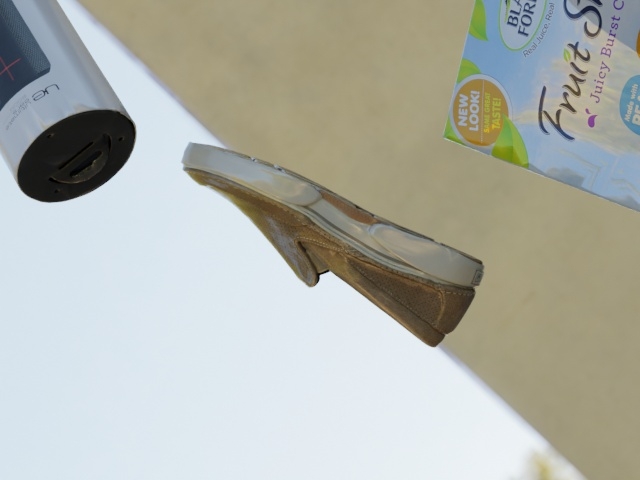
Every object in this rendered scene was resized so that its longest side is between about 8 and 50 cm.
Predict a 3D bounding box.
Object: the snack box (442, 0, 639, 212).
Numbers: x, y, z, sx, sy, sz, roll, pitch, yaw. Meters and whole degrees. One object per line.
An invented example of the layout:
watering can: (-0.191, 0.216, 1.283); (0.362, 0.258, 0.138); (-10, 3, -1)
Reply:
snack box: (0.180, -0.104, 0.970); (0.070, 0.207, 0.174); (-11, -62, -52)

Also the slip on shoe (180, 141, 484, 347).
slip on shoe: (0.000, 0.000, 0.781); (0.051, 0.135, 0.041); (-44, -22, -85)

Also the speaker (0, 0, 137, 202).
speaker: (-0.130, -0.080, 0.797); (0.055, 0.136, 0.055); (-24, -32, -16)
